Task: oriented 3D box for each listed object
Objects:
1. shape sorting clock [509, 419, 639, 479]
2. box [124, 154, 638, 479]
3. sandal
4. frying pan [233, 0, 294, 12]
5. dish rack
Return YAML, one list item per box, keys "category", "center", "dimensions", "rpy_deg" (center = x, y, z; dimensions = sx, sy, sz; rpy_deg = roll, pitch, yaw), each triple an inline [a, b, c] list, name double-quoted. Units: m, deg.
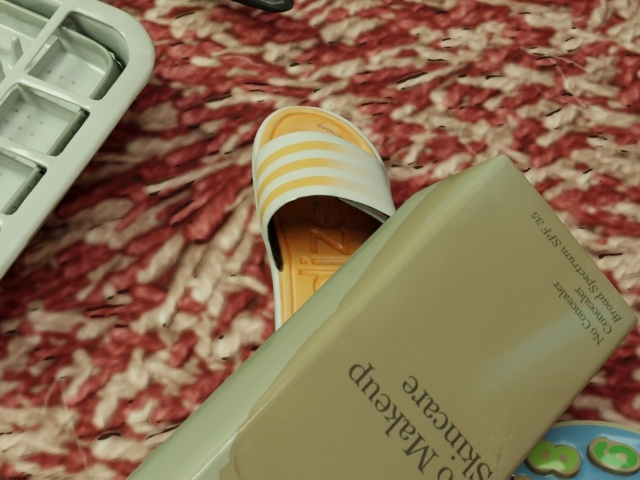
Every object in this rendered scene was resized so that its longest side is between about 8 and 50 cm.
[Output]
- category: "shape sorting clock"
  center: [0.174, 0.204, 0.803]
  dimensions: [0.206, 0.040, 0.206]
  rpy_deg: [2, 57, -4]
- category: "box"
  center: [0.032, 0.105, 0.780]
  dimensions: [0.148, 0.121, 0.311]
  rpy_deg: [49, 63, -9]
- category: "sandal"
  center: [0.011, 0.000, 0.898]
  dimensions: [0.102, 0.076, 0.265]
  rpy_deg: [-3, 58, -7]
- category: "frying pan"
  center: [-0.176, -0.269, 1.070]
  dimensions: [0.326, 0.053, 0.197]
  rpy_deg: [8, 57, -2]
- category: "dish rack"
  center: [-0.315, -0.095, 0.934]
  dimensions: [0.333, 0.072, 0.285]
  rpy_deg: [24, 59, 10]
